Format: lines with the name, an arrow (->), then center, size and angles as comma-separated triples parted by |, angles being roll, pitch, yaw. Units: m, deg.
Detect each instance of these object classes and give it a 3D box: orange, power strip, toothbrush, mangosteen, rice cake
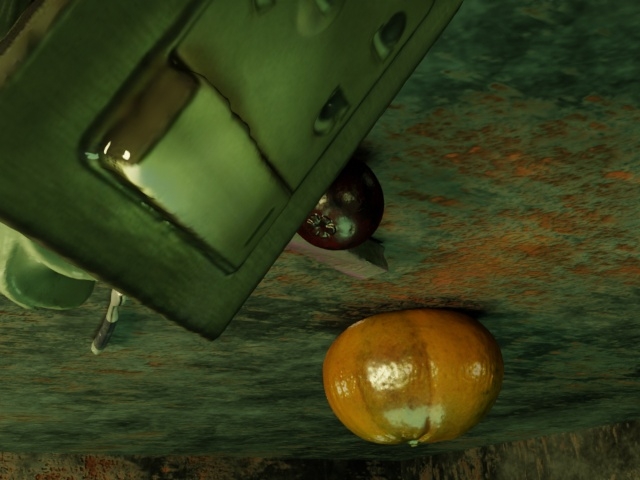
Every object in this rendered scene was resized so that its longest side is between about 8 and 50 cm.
orange -> 0.123, 0.184, 1.294 | 0.240, 0.171, 0.240 | -4, 160, -2
power strip -> -0.038, -0.093, 0.436 | 0.092, 0.251, 0.257 | 29, 171, 20
toothbrush -> -0.257, 0.099, 1.200 | 0.026, 0.024, 0.288 | -12, 165, -23
mangosteen -> 0.013, -0.033, 0.781 | 0.081, 0.081, 0.081 | -3, 162, -1
rice cake -> 0.000, 0.000, 0.930 | 0.047, 0.036, 0.206 | -24, 154, 25

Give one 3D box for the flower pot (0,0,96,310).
flower pot -> -0.275, -0.053, 0.517 | 0.367, 0.164, 0.254 | -8, 156, 12
